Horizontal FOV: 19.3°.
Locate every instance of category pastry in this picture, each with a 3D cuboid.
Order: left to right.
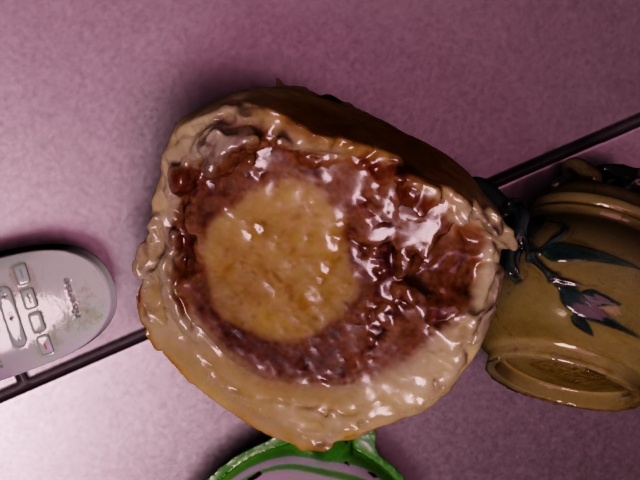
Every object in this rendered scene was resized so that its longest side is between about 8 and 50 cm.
[{"bbox_3d":[0.005,0.008,1.353,0.256,0.170,0.237,25,121,5],"label":"pastry"}]

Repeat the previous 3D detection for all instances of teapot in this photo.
[{"bbox_3d":[0.212,0.029,1.410,0.269,0.173,0.183,22,71,-20],"label":"teapot"}]

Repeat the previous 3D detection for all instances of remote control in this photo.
[{"bbox_3d":[-0.274,0.065,1.377,0.256,0.045,0.097,-15,101,-5],"label":"remote control"}]

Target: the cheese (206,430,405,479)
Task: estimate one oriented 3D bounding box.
[{"bbox_3d":[-0.019,0.289,1.440,0.203,0.083,0.321,8,97,-11],"label":"cheese"}]
